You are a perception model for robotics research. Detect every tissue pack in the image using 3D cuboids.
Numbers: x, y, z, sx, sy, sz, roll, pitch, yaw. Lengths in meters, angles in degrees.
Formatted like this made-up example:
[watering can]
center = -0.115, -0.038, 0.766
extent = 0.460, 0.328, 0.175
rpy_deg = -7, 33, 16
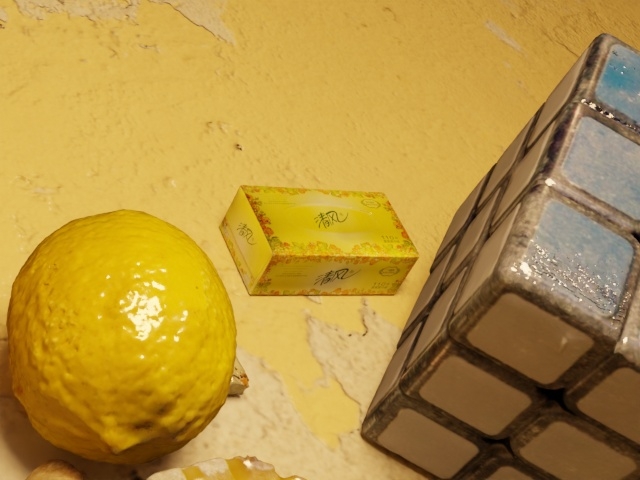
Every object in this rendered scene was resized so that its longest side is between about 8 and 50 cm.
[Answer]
[tissue pack]
center = 0.000, 0.000, 1.136
extent = 0.176, 0.062, 0.095
rpy_deg = 3, 45, -34

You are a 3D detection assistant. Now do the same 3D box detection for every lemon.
[lemon]
center = -0.149, 0.071, 0.856
extent = 0.180, 0.180, 0.193
rpy_deg = 26, 21, -6

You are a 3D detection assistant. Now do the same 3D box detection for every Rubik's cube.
[Rubik's cube]
center = 0.256, 0.068, 0.985
extent = 0.305, 0.304, 0.301
rpy_deg = 30, 54, 0

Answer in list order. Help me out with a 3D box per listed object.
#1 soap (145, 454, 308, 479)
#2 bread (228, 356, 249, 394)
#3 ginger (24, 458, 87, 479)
[soap]
center = -0.028, 0.262, 0.805
extent = 0.140, 0.073, 0.232
rpy_deg = -3, 48, -39
[bread]
center = -0.123, 0.075, 0.994
extent = 0.068, 0.028, 0.154
rpy_deg = -6, 48, -36
[ginger]
center = -0.133, 0.269, 0.720
extent = 0.148, 0.081, 0.334
rpy_deg = -33, 53, -6
